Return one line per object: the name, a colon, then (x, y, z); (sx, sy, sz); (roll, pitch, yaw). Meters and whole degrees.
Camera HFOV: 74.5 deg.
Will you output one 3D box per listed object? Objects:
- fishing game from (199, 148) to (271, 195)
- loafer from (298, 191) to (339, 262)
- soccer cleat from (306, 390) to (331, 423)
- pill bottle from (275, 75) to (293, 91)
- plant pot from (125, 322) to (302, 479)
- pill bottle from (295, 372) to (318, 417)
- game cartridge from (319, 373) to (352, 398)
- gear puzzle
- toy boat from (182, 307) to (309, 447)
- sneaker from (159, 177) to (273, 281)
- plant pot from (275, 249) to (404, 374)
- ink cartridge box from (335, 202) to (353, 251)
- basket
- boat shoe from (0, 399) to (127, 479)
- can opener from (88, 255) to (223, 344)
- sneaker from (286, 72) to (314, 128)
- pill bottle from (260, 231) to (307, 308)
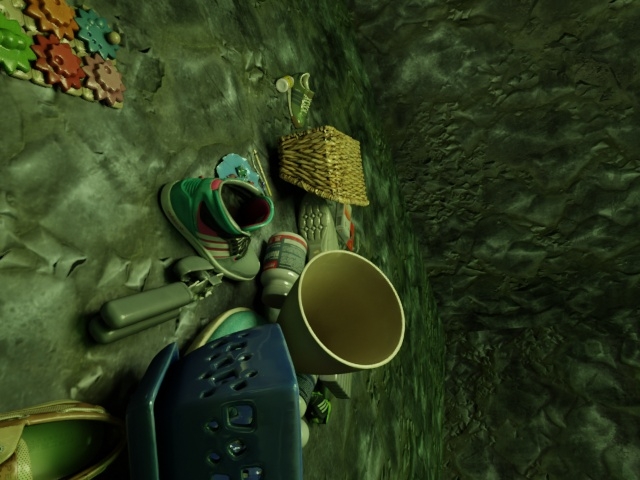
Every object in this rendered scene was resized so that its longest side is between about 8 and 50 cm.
fishing game: (-0.189, -0.124, 1.044); (0.264, 0.041, 0.189); (-45, 122, -60)
loafer: (0.000, 0.000, 1.351); (0.111, 0.112, 0.319); (-23, 108, -72)
soccer cleat: (-0.014, 0.460, 1.159); (0.179, 0.060, 0.072); (55, 34, -49)
pill bottle: (-0.115, -0.520, 1.392); (0.083, 0.043, 0.043); (-63, 137, -55)
plant pot: (-0.145, 0.271, 0.606); (0.236, 0.212, 0.235); (-145, -126, -77)
pill bottle: (-0.071, 0.372, 1.020); (0.169, 0.094, 0.094); (-60, 134, -58)
game cartridge: (0.058, 0.263, 1.245); (0.230, 0.068, 0.354); (74, 20, -56)
gear puzzle: (-0.418, -0.313, 0.595); (0.339, 0.044, 0.175); (-4, 84, -67)
toy boat: (-0.133, 0.292, 0.845); (0.267, 0.148, 0.318); (-54, 128, -60)
sneaker: (-0.164, -0.022, 0.865); (0.295, 0.179, 0.123); (54, 38, -42)
plant pot: (0.004, 0.198, 0.953); (0.257, 0.274, 0.256); (17, 52, -23)
ink cartridge box: (0.115, -0.060, 1.715); (0.179, 0.045, 0.145); (49, 38, -46)
basket: (-0.001, -0.201, 1.298); (0.299, 0.214, 0.222); (-9, 91, -68)
boat shoe: (-0.343, 0.231, 0.423); (0.324, 0.120, 0.122); (7, 73, -66)
can opener: (-0.277, 0.089, 0.736); (0.095, 0.076, 0.283); (48, 21, 11)
sneaker: (-0.062, -0.487, 1.444); (0.064, 0.086, 0.192); (4, 76, -66)
pill bottle: (-0.096, 0.078, 1.080); (0.108, 0.108, 0.180); (53, 33, -45)
